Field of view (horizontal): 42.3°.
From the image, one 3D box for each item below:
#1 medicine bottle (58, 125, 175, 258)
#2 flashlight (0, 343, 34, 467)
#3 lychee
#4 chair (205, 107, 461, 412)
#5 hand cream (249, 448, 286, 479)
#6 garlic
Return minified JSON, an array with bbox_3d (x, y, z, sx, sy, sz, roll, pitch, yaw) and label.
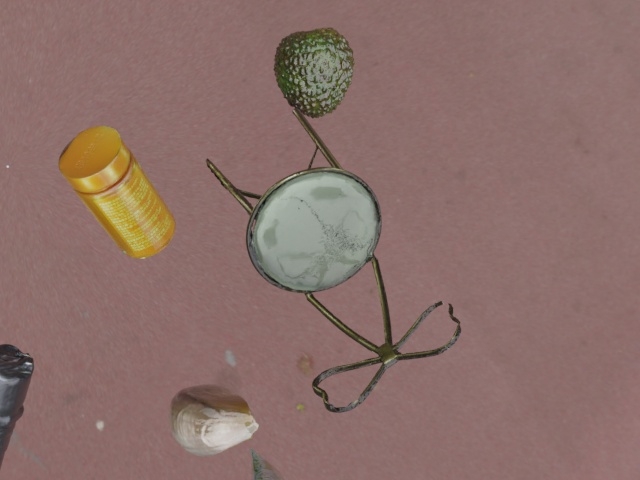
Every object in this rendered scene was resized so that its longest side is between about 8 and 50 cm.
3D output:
[{"bbox_3d":[-0.285,-0.064,1.181,0.096,0.096,0.192,-40,142,-13],"label":"medicine bottle"},{"bbox_3d":[-0.604,0.374,1.489,0.103,0.103,0.424,12,118,-21],"label":"flashlight"},{"bbox_3d":[-0.011,-0.315,1.556,0.171,0.171,0.171,-2,95,-21],"label":"lychee"},{"bbox_3d":[0.000,0.000,0.869,0.160,0.325,0.170,-29,124,-3],"label":"chair"},{"bbox_3d":[-0.060,0.298,0.992,0.067,0.194,0.042,40,90,-6],"label":"hand cream"},{"bbox_3d":[-0.165,0.252,1.176,0.101,0.195,0.086,-11,94,-22],"label":"garlic"}]
